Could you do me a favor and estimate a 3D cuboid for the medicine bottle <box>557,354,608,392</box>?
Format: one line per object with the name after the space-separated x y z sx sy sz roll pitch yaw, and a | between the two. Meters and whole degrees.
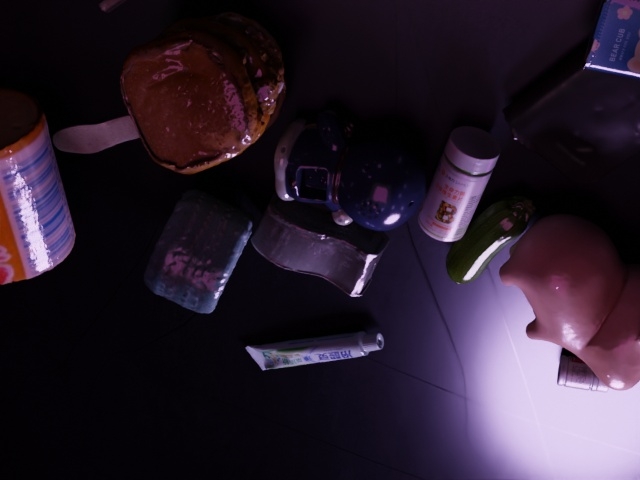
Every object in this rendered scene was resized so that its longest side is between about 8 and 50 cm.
0.489 0.248 1.844 0.091 0.058 0.058 8 131 10 | medicine bottle

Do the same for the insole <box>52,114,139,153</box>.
-0.398 -0.188 1.778 0.192 0.010 0.063 -9 126 24 | insole

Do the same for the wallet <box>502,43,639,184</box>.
0.460 -0.226 1.458 0.197 0.051 0.377 39 131 -16 | wallet

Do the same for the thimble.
-0.221 0.028 1.780 0.143 0.198 0.235 25 126 -2 | thimble

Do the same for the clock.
0.053 -0.103 1.629 0.243 0.146 0.199 14 128 15 | clock

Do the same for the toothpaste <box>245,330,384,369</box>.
-0.012 0.219 1.985 0.297 0.048 0.074 -11 128 29 | toothpaste

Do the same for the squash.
0.282 -0.003 1.688 0.077 0.068 0.219 43 130 2 | squash

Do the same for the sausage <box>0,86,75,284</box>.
-0.575 -0.095 1.764 0.233 0.233 0.287 7 132 11 | sausage

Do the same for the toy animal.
0.462 0.093 1.636 0.269 0.237 0.326 -14 122 40 | toy animal

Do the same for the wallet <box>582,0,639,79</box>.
0.471 -0.274 1.343 0.202 0.059 0.141 14 136 10 | wallet

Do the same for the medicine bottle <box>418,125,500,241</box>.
0.224 -0.090 1.620 0.086 0.086 0.183 18 132 2 | medicine bottle

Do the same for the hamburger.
-0.184 -0.227 1.546 0.245 0.211 0.260 25 127 6 | hamburger

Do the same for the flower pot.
0.000 0.000 1.753 0.229 0.103 0.108 23 131 -2 | flower pot

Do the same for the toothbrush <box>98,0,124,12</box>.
-0.244 -0.422 1.524 0.294 0.028 0.026 -22 119 37 | toothbrush
